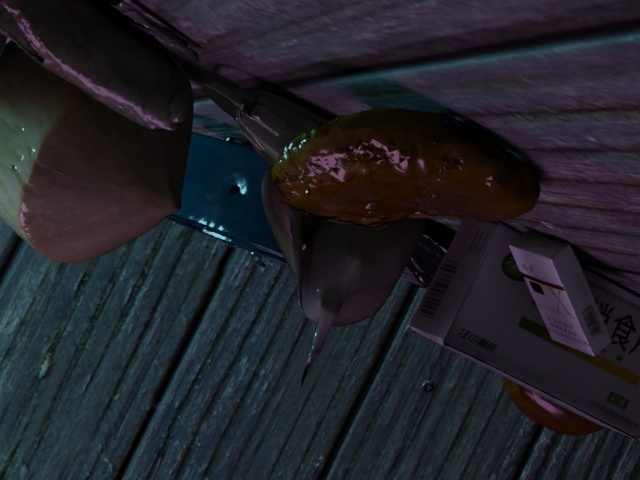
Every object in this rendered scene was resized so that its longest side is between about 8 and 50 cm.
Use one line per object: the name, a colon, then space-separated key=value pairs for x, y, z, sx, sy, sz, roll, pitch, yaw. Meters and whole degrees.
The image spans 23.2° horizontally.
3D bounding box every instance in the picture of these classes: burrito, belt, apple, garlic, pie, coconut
burrito: x=-0.305 y=-0.243 z=1.739 sx=0.348 sy=0.107 sz=0.175 roll=29 pitch=-168 yaw=-18
belt: x=-0.081 y=-0.047 z=2.484 sx=0.437 sy=0.173 sz=0.300 roll=23 pitch=179 yaw=45
apple: x=0.365 y=0.178 z=2.254 sx=0.211 sy=0.211 sz=0.188 roll=26 pitch=174 yaw=-6
garlic: x=0.000 y=0.000 z=2.049 sx=0.231 sy=0.245 sz=0.340 roll=35 pitch=-163 yaw=2
pie: x=0.082 y=-0.057 z=1.482 sx=0.274 sy=0.069 sz=0.273 roll=5 pitch=165 yaw=1
coconut: x=-0.296 y=-0.117 z=1.957 sx=0.329 sy=0.328 sz=0.329 roll=26 pitch=177 yaw=2

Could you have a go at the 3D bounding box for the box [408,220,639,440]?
box: x=0.308 y=0.117 z=2.052 sx=0.333 sy=0.173 sz=0.145 roll=27 pitch=179 yaw=-15

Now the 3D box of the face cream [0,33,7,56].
face cream: x=-0.486 y=-0.266 z=1.860 sx=0.201 sy=0.201 sz=0.187 roll=27 pitch=176 yaw=-23

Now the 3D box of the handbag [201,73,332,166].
handbag: x=-0.049 y=-0.129 z=1.852 sx=0.219 sy=0.079 sz=0.256 roll=37 pitch=177 yaw=4

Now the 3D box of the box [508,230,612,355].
box: x=0.295 y=0.064 z=1.907 sx=0.084 sy=0.040 sz=0.154 roll=26 pitch=148 yaw=58

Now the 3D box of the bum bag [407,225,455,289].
bum bag: x=0.175 y=0.025 z=2.432 sx=0.123 sy=0.060 sz=0.248 roll=45 pitch=164 yaw=-3

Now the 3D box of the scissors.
scissors: x=-0.208 y=-0.246 z=1.607 sx=0.109 sy=0.022 sz=0.300 roll=28 pitch=180 yaw=35

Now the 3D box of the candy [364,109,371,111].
candy: x=0.056 y=-0.108 z=1.620 sx=0.061 sy=0.061 sz=0.202 roll=26 pitch=-175 yaw=-1
